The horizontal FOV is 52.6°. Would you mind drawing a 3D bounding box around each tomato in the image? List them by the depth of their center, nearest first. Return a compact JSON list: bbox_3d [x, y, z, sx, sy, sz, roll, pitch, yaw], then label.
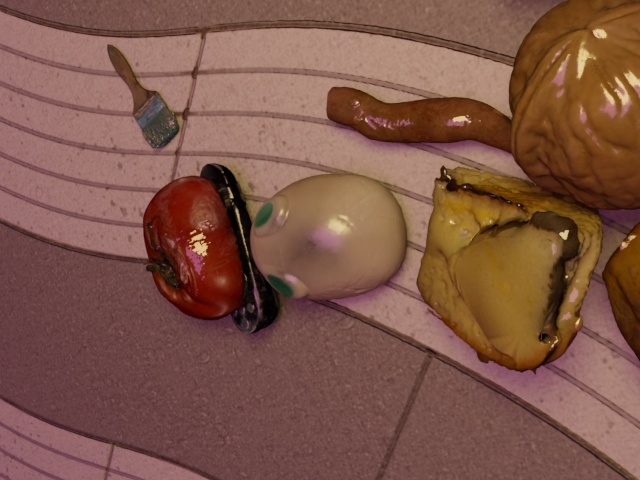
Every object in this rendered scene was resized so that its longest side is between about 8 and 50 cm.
[{"bbox_3d":[-0.205,0.022,0.968,0.228,0.101,0.228,25,124,44],"label":"tomato"}]

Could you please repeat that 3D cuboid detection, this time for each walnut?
[{"bbox_3d":[0.292,-0.140,0.645,0.227,0.228,0.228,6,104,27],"label":"walnut"}]

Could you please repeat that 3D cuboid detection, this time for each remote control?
[{"bbox_3d":[-0.123,0.008,0.995,0.090,0.066,0.266,-16,89,40],"label":"remote control"}]

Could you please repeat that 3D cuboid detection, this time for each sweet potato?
[{"bbox_3d":[0.138,-0.151,0.820,0.281,0.059,0.067,12,116,26],"label":"sweet potato"}]

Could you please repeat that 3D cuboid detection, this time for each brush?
[{"bbox_3d":[-0.298,-0.243,1.054,0.070,0.021,0.196,-37,82,27],"label":"brush"}]

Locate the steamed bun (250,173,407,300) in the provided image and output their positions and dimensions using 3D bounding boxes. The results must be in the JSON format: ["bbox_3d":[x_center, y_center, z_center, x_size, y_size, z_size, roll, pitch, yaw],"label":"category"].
[{"bbox_3d":[0.000,0.000,0.886,0.228,0.130,0.177,-3,101,27],"label":"steamed bun"}]

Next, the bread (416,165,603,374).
[{"bbox_3d":[0.227,0.035,0.758,0.262,0.162,0.204,-131,49,-60],"label":"bread"}]

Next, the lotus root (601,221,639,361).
[{"bbox_3d":[0.428,0.094,0.666,0.291,0.193,0.193,37,115,14],"label":"lotus root"}]
